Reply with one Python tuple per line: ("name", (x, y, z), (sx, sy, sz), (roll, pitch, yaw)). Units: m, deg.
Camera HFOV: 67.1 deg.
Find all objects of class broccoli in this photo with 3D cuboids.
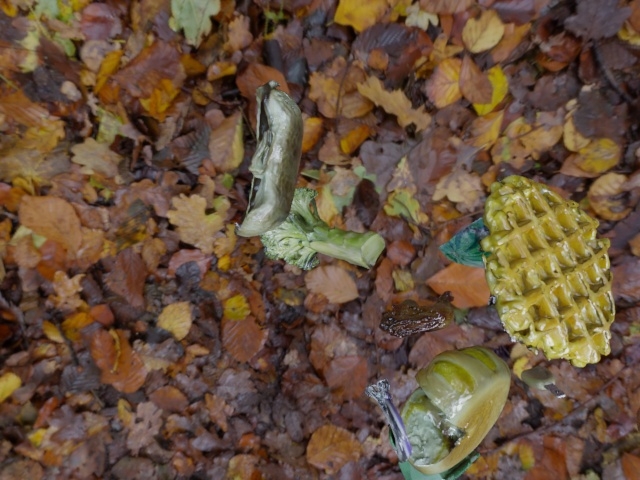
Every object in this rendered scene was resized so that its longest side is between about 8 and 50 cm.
("broccoli", (-0.007, -0.021, 1.313), (0.361, 0.221, 0.252), (-8, 119, 53))

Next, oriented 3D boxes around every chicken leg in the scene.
("chicken leg", (0.316, 0.228, 1.497), (0.322, 0.177, 0.083), (-10, 108, -19))

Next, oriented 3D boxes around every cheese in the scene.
("cheese", (0.727, 0.461, 1.556), (0.096, 0.192, 0.038), (-15, 98, -1))

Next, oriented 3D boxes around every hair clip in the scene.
("hair clip", (0.138, 0.356, 0.938), (0.049, 0.116, 0.172), (-22, 82, 4))

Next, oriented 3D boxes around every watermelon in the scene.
("watermelon", (0.397, -0.011, 1.153), (0.231, 0.146, 0.129), (-31, 62, 12))

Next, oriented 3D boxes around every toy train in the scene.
("toy train", (0.316, 0.584, 1.386), (0.145, 0.265, 0.202), (-39, 66, 32))

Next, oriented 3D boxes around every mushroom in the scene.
("mushroom", (-0.109, -0.173, 1.109), (0.129, 0.247, 0.345), (9, 83, -8))

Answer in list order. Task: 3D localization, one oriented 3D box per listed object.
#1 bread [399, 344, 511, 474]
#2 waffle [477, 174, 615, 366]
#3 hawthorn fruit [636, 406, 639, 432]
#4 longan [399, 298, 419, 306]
("bread", (0.299, 0.377, 1.111), (0.160, 0.332, 0.333), (40, 104, 40))
("waffle", (0.469, 0.057, 0.982), (0.381, 0.095, 0.380), (24, 64, -22))
("hawthorn fruit", (0.741, 0.366, 0.998), (0.149, 0.149, 0.189), (12, 93, 8))
("longan", (0.301, 0.253, 1.626), (0.092, 0.113, 0.114), (2, 99, -25))
